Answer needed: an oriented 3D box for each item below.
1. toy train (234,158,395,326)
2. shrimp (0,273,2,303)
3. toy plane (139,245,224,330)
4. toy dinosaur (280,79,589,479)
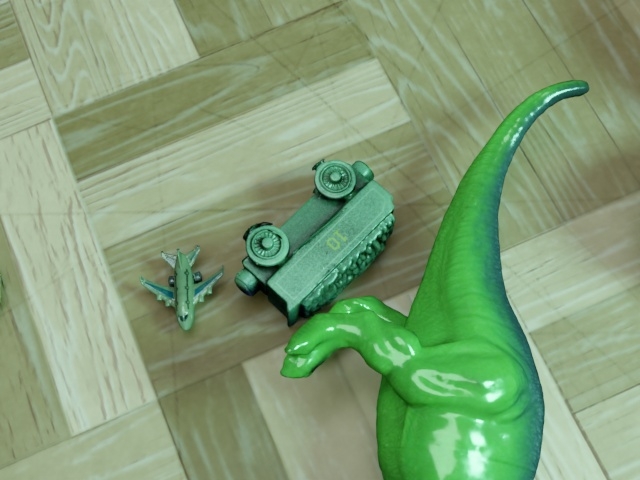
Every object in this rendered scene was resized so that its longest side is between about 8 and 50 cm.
[{"bbox_3d":[0.000,0.000,0.999,0.099,0.070,0.172,42,74,13],"label":"toy train"},{"bbox_3d":[-0.395,0.069,1.020,0.190,0.042,0.101,-23,73,-6],"label":"shrimp"},{"bbox_3d":[-0.128,0.046,1.009,0.080,0.033,0.083,-7,72,1],"label":"toy plane"},{"bbox_3d":[0.179,0.120,0.890,0.500,0.144,0.374,-44,74,-9],"label":"toy dinosaur"}]
